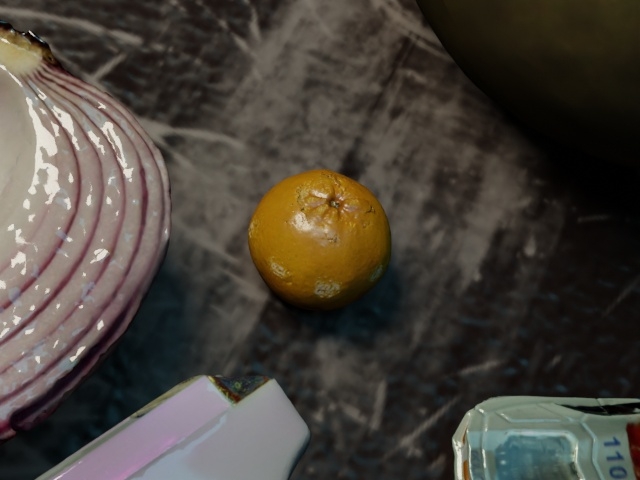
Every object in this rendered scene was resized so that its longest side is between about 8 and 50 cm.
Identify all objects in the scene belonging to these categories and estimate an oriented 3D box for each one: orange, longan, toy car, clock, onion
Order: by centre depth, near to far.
[{"bbox_3d":[-0.116,0.169,0.656,0.253,0.186,0.083,-33,77,-26],"label":"clock"},{"bbox_3d":[-0.215,0.022,0.728,0.227,0.120,0.284,30,58,-4],"label":"onion"},{"bbox_3d":[0.000,0.000,0.833,0.083,0.070,0.083,7,60,-13],"label":"orange"},{"bbox_3d":[0.173,0.132,0.833,0.204,0.056,0.095,0,65,-16],"label":"toy car"},{"bbox_3d":[0.203,-0.189,0.854,0.318,0.319,0.319,6,65,-14],"label":"longan"}]
